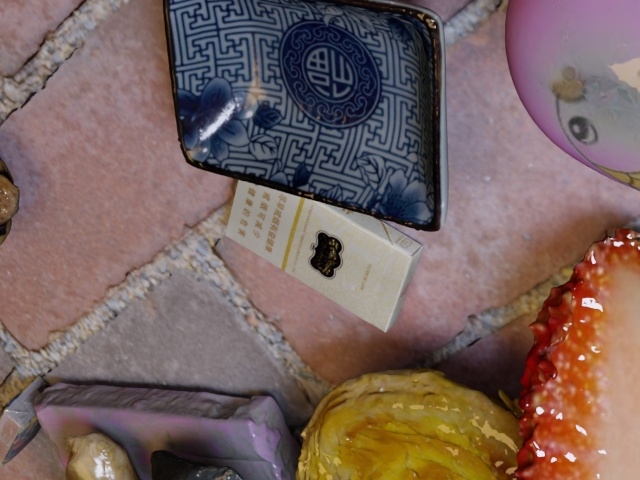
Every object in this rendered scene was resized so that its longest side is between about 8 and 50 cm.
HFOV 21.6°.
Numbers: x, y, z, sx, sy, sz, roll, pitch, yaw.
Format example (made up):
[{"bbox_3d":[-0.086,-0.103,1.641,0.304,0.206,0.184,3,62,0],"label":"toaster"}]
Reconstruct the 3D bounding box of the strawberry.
[{"bbox_3d":[0.244,0.153,1.231,0.233,0.306,0.138,4,169,-11],"label":"strawberry"}]

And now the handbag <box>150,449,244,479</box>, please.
[{"bbox_3d":[-0.056,0.288,1.496,0.270,0.088,0.175,46,173,0],"label":"handbag"}]

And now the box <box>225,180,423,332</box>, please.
[{"bbox_3d":[0.000,0.000,1.395,0.167,0.024,0.090,31,133,15],"label":"box"}]

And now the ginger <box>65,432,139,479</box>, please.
[{"bbox_3d":[-0.161,0.319,1.651,0.148,0.081,0.334,-29,112,32],"label":"ginger"}]

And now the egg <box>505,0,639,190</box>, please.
[{"bbox_3d":[0.246,-0.116,1.027,0.271,0.196,0.196,7,123,19],"label":"egg"}]

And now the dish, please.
[{"bbox_3d":[0.003,-0.124,1.271,0.243,0.080,0.182,17,127,29],"label":"dish"}]

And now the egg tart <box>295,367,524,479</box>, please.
[{"bbox_3d":[0.114,0.214,1.397,0.295,0.116,0.295,18,125,27],"label":"egg tart"}]

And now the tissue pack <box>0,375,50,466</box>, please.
[{"bbox_3d":[-0.306,0.186,1.717,0.035,0.063,0.083,37,135,5],"label":"tissue pack"}]

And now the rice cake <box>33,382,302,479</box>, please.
[{"bbox_3d":[-0.148,0.191,1.611,0.298,0.050,0.106,-1,124,36],"label":"rice cake"}]

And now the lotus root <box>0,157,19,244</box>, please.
[{"bbox_3d":[-0.375,-0.033,1.577,0.221,0.125,0.118,-4,156,35],"label":"lotus root"}]
